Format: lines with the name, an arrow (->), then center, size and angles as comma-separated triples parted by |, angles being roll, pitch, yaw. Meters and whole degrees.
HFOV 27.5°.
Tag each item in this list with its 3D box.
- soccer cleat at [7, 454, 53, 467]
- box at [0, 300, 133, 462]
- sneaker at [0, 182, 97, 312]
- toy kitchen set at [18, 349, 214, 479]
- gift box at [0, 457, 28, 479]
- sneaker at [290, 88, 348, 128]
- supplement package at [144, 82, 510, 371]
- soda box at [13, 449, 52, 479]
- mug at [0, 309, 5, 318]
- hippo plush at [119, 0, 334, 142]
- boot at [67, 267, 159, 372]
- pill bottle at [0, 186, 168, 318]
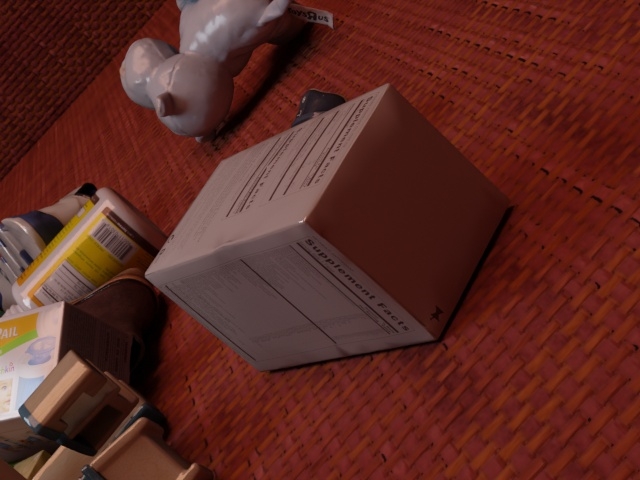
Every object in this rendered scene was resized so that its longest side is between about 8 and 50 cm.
soccer cleat -> -0.308, 0.269, 1.270 | 0.072, 0.060, 0.179 | -30, 23, 31
box -> -0.297, 0.145, 1.277 | 0.203, 0.103, 0.114 | -15, 59, 28
sneaker -> -0.350, 0.026, 1.775 | 0.182, 0.127, 0.315 | -32, -7, -33
toy kitchen set -> -0.167, 0.201, 1.090 | 0.122, 0.166, 0.207 | -50, -18, -7
gift box -> -0.303, 0.268, 0.945 | 0.255, 0.258, 0.276 | -34, 18, 35
sneaker -> -0.037, -0.050, 1.238 | 0.226, 0.086, 0.163 | -19, 44, 38
supplement package -> 0.000, 0.000, 1.000 | 0.244, 0.139, 0.134 | -17, 36, 55
soda box -> -0.285, 0.283, 1.188 | 0.061, 0.058, 0.181 | -30, 26, 43
mug -> -0.440, 0.140, 1.715 | 0.129, 0.097, 0.157 | -14, 55, 54
hippo plush -> -0.140, -0.253, 1.809 | 0.294, 0.234, 0.236 | 29, 97, 29
boot -> -0.280, 0.136, 1.418 | 0.248, 0.090, 0.207 | -40, 18, 11
pill bottle -> -0.288, 0.048, 1.571 | 0.215, 0.117, 0.117 | -48, 19, -1
